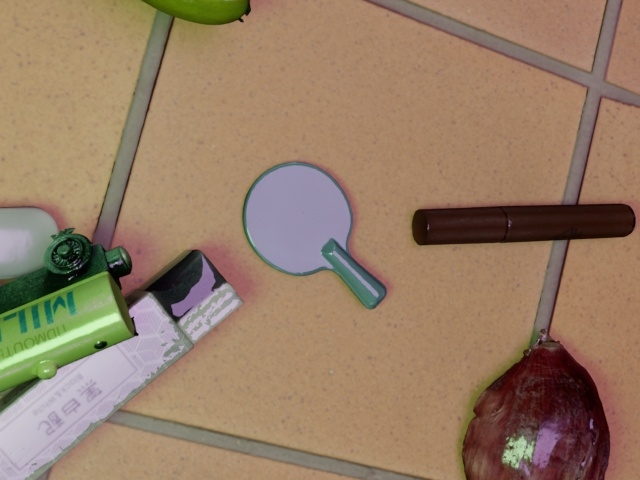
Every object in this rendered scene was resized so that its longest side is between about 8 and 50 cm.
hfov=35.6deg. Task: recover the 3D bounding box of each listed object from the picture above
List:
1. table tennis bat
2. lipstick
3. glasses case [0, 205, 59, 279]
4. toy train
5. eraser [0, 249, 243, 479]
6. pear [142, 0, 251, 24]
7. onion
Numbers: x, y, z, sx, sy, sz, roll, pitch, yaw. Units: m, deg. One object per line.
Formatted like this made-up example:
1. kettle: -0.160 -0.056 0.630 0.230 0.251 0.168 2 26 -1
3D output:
1. table tennis bat: 0.000 0.000 1.376 0.244 0.040 0.153 45 75 -9
2. lipstick: 0.307 -0.025 1.478 0.357 0.057 0.057 -1 89 -20
3. glasses case: -0.434 0.006 1.204 0.234 0.059 0.092 -5 92 -21
4. toy train: -0.330 0.097 1.160 0.253 0.105 0.157 -23 53 -4
5. eraser: -0.284 0.170 1.233 0.404 0.098 0.096 -39 102 -16
6. pear: -0.221 -0.414 1.241 0.282 0.176 0.286 5 82 -18
7. onion: 0.331 0.270 1.444 0.227 0.120 0.283 7 85 -24
